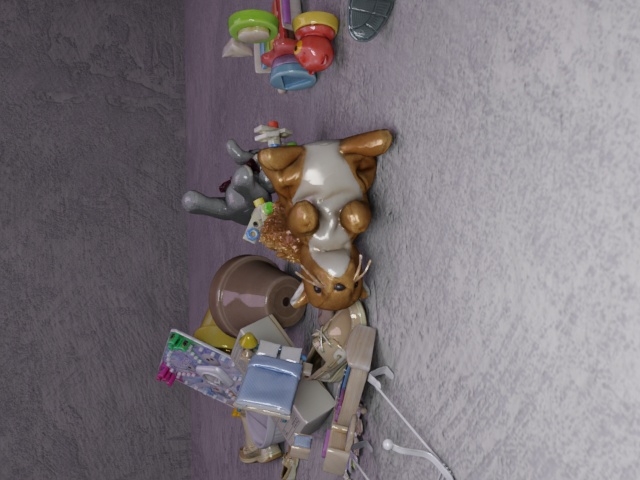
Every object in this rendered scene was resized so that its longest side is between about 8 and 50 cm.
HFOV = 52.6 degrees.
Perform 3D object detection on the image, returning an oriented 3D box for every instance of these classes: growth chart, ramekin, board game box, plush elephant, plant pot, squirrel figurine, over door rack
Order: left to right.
[{"bbox_3d":[-0.375,0.484,2.250,0.050,0.389,0.390,-66,5,-36],"label":"board game box"},{"bbox_3d":[-0.322,0.317,2.303,0.254,0.253,0.239,124,156,-55],"label":"plant pot"},{"bbox_3d":[-0.211,-0.192,1.965,0.271,0.330,0.256,-25,55,38],"label":"plush elephant"},{"bbox_3d":[-0.167,0.175,1.919,0.229,0.263,0.263,1,91,52],"label":"plant pot"},{"bbox_3d":[-0.137,0.483,1.957,0.273,0.127,0.273,-179,90,-68],"label":"ramekin"},{"bbox_3d":[0.005,-0.033,1.484,0.397,0.280,0.371,-174,74,-75],"label":"squirrel figurine"},{"bbox_3d":[0.062,0.477,1.590,0.172,0.021,0.238,-135,49,-60],"label":"growth chart"},{"bbox_3d":[0.130,0.452,1.300,0.324,0.108,0.240,-123,39,-55],"label":"over door rack"}]

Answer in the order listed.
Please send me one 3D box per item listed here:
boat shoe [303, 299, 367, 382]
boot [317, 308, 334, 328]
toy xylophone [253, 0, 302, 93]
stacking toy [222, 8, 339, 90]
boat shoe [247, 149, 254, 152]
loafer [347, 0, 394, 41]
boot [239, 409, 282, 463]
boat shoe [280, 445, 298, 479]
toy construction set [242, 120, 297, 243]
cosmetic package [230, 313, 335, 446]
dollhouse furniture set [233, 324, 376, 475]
[{"bbox_3d":[0.030,0.252,1.568,0.302,0.098,0.109,113,149,-45],"label":"boat shoe"},{"bbox_3d":[0.024,0.195,1.671,0.118,0.042,0.087,140,122,-67],"label":"boot"},{"bbox_3d":[-0.124,-0.604,1.993,0.323,0.081,0.236,134,132,-61],"label":"toy xylophone"},{"bbox_3d":[-0.114,-0.480,1.707,0.309,0.279,0.131,150,119,-70],"label":"stacking toy"},{"bbox_3d":[-0.191,-0.263,2.173,0.228,0.081,0.069,48,131,50],"label":"boat shoe"},{"bbox_3d":[0.117,-0.560,1.395,0.084,0.096,0.268,-95,17,-78],"label":"loafer"},{"bbox_3d":[-0.228,0.637,2.170,0.262,0.095,0.204,-33,75,60],"label":"boot"},{"bbox_3d":[-0.095,0.670,1.958,0.050,0.045,0.136,-141,54,-63],"label":"boat shoe"},{"bbox_3d":[-0.104,-0.154,1.756,0.151,0.214,0.328,-170,81,-68],"label":"toy construction set"},{"bbox_3d":[-0.106,0.373,1.741,0.309,0.113,0.160,51,142,21],"label":"cosmetic package"},{"bbox_3d":[-0.058,0.301,1.406,0.286,0.303,0.198,-71,-7,-59],"label":"dollhouse furniture set"}]
